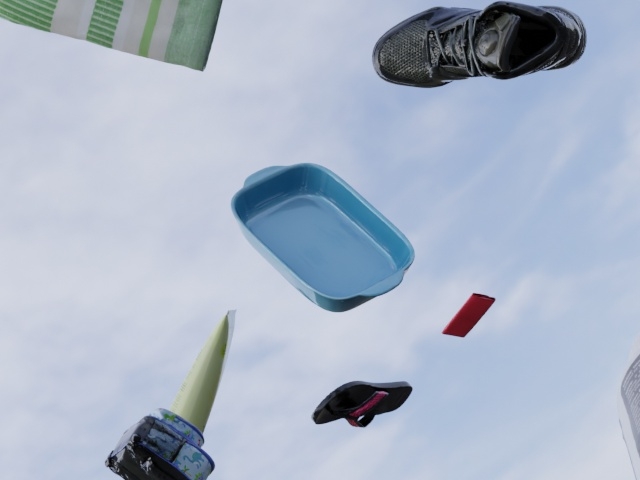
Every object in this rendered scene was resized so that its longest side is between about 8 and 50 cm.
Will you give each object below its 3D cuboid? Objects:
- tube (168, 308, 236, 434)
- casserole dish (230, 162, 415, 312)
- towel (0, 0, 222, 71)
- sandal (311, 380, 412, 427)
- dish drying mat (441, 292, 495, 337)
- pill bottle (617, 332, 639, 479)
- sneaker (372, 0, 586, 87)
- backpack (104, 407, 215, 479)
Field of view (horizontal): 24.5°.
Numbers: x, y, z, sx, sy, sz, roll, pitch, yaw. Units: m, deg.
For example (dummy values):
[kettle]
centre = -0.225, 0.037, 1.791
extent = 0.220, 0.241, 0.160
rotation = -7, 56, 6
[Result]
[tube]
centre = -0.166, 0.206, 2.034
extent = 0.062, 0.070, 0.240
rotation = 23, -92, -37
[casserole dish]
centre = 0.000, 0.000, 1.329
extent = 0.114, 0.188, 0.037
rotation = -27, -37, -29
[towel]
centre = -0.267, -0.366, 1.845
extent = 0.038, 0.325, 0.248
rotation = 30, -105, -82
[sandal]
centre = 0.063, 0.217, 1.937
extent = 0.179, 0.040, 0.067
rotation = -2, -46, -44
[dish drying mat]
centre = 0.175, 0.089, 1.745
extent = 0.032, 0.008, 0.083
rotation = 10, -39, -20
[pill bottle]
centre = 0.396, 0.188, 1.493
extent = 0.176, 0.176, 0.318
rotation = -48, 10, 17
[sneaker]
centre = 0.150, -0.205, 1.523
extent = 0.130, 0.227, 0.087
rotation = -9, -82, -68
[backpack]
centre = -0.188, 0.266, 1.812
extent = 0.105, 0.114, 0.084
rotation = -41, 13, 53
